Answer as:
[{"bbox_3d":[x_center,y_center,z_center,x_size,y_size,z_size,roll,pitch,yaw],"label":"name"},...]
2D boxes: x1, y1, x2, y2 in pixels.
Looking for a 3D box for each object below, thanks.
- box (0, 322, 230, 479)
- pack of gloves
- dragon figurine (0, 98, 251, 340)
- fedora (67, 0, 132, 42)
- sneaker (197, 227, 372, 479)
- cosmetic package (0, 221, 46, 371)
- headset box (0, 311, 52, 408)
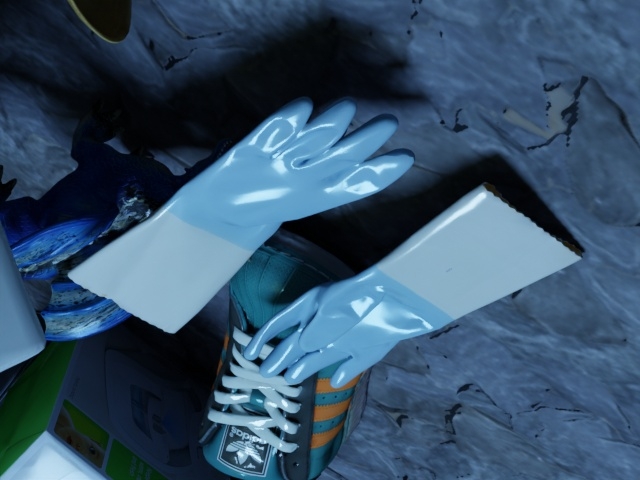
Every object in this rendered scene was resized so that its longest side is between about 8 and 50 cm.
[{"bbox_3d":[-0.153,0.205,1.112,0.231,0.127,0.262,40,-167,-13],"label":"box"},{"bbox_3d":[0.000,0.000,0.802,0.195,0.046,0.232,31,134,-30],"label":"pack of gloves"},{"bbox_3d":[-0.160,0.003,0.870,0.085,0.289,0.144,61,179,-38],"label":"dragon figurine"},{"bbox_3d":[-0.086,-0.183,0.590,0.079,0.194,0.194,-12,141,3],"label":"fedora"},{"bbox_3d":[-0.027,0.110,0.983,0.108,0.121,0.302,23,151,17],"label":"sneaker"},{"bbox_3d":[-0.412,-0.061,0.724,0.327,0.329,0.393,1,112,53],"label":"cosmetic package"},{"bbox_3d":[-0.294,0.231,1.318,0.131,0.246,0.283,8,142,40],"label":"headset box"}]
